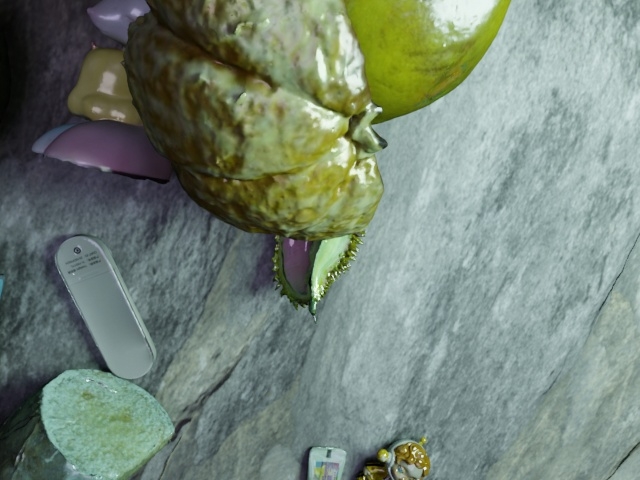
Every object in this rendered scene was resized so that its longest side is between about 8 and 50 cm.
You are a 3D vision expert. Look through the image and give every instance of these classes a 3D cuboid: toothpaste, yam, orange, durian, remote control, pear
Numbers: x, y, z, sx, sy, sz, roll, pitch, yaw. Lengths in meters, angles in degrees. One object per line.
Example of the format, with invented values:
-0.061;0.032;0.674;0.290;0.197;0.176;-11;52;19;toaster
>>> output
-0.008;0.489;0.785;0.067;0.037;0.255;10;96;-7;toothpaste
-0.399;0.335;0.643;0.201;0.202;0.271;42;96;10;yam
-0.074;-0.141;0.464;0.210;0.271;0.368;-27;142;-4;orange
0.004;0.002;0.665;0.095;0.137;0.220;22;91;-42;durian
-0.332;0.106;0.686;0.077;0.022;0.245;-21;101;-4;remote control
0.094;-0.293;0.527;0.269;0.269;0.321;25;130;-10;pear

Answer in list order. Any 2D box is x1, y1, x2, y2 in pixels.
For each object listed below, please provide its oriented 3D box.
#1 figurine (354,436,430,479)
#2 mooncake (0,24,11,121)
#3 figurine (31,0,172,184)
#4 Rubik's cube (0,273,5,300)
0.130;0.405;0.771;0.101;0.068;0.143;25;109;-6;figurine
-0.551;-0.217;0.464;0.356;0.194;0.356;4;122;6;mooncake
-0.259;-0.240;0.507;0.284;0.206;0.315;8;94;-49;figurine
-0.572;0.123;0.548;0.207;0.205;0.205;9;82;-7;Rubik's cube
